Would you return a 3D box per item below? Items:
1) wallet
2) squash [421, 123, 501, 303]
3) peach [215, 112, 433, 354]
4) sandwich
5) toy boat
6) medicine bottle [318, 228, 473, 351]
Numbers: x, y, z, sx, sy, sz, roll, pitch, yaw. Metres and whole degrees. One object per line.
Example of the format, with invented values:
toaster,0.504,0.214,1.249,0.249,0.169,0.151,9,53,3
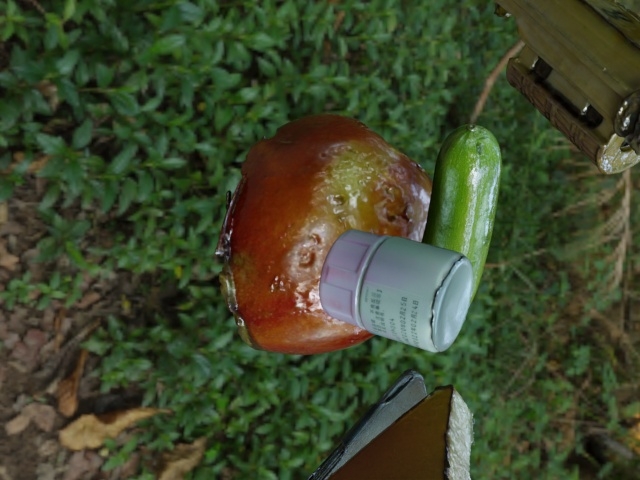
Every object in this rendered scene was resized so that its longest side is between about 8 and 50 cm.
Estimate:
wallet,0.089,0.381,1.619,0.318,0.045,0.172,-42,138,-25
squash,0.194,-0.001,1.274,0.101,0.102,0.378,-56,157,-51
peach,0.000,0.000,1.496,0.416,0.353,0.339,-48,150,1
sandwich,0.052,0.225,0.772,0.058,0.163,0.193,56,27,-25
toy boat,0.173,-0.124,0.609,0.068,0.226,0.088,-5,135,-36
medicine bottle,0.098,0.061,1.146,0.135,0.169,0.135,-39,137,-49
